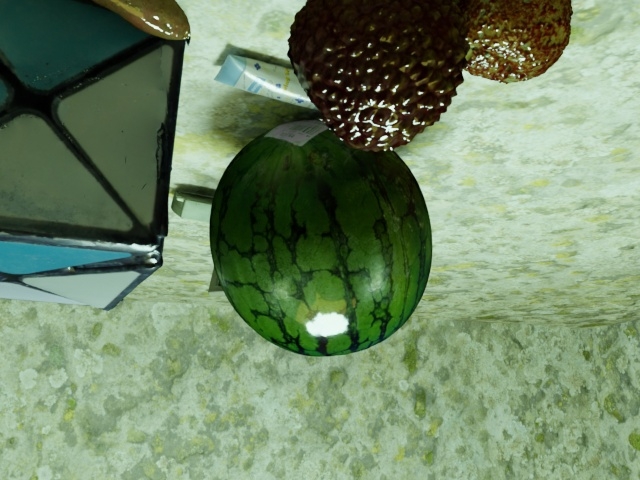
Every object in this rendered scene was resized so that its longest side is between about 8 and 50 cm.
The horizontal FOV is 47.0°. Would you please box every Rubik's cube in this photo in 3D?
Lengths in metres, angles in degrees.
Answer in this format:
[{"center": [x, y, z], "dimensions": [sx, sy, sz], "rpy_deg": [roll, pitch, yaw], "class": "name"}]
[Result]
[{"center": [-0.344, -0.094, 0.848], "dimensions": [0.305, 0.307, 0.310], "rpy_deg": [10, 161, -24], "class": "Rubik's cube"}]

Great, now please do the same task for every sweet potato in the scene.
[{"center": [-0.217, -0.260, 0.731], "dimensions": [0.050, 0.050, 0.214], "rpy_deg": [-11, 156, 39], "class": "sweet potato"}]

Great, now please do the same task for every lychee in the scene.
[{"center": [0.060, -0.190, 0.748], "dimensions": [0.187, 0.188, 0.188], "rpy_deg": [1, 166, 0], "class": "lychee"}]

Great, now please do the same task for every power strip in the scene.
[{"center": [-0.212, -0.058, 1.458], "dimensions": [0.175, 0.042, 0.075], "rpy_deg": [11, -167, -30], "class": "power strip"}]

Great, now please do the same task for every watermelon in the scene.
[{"center": [0.000, 0.000, 1.109], "dimensions": [0.362, 0.364, 0.363], "rpy_deg": [1, 166, 0], "class": "watermelon"}]

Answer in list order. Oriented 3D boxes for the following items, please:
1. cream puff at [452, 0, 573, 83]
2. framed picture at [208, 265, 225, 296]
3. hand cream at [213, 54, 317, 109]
[{"center": [0.198, -0.219, 0.795], "dimensions": [0.148, 0.085, 0.149], "rpy_deg": [2, 164, 1], "class": "cream puff"}, {"center": [-0.098, -0.003, 1.354], "dimensions": [0.184, 0.250, 0.016], "rpy_deg": [-2, 140, 12], "class": "framed picture"}, {"center": [-0.047, -0.203, 0.953], "dimensions": [0.170, 0.043, 0.065], "rpy_deg": [12, 157, -21], "class": "hand cream"}]
